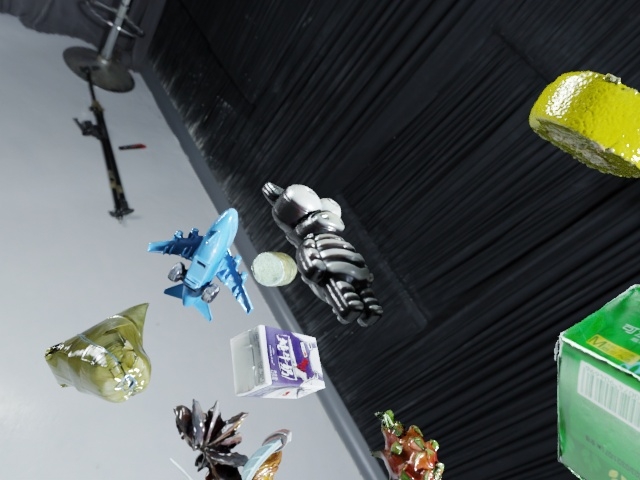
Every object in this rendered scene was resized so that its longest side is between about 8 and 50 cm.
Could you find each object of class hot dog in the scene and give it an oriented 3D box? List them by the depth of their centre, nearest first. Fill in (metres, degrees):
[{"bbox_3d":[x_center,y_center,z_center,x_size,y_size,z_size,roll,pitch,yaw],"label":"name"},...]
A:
[{"bbox_3d":[-0.137,0.561,0.983,0.065,0.099,0.147,19,2,14],"label":"hot dog"}]

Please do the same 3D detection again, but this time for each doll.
[{"bbox_3d":[0.000,0.000,0.445,0.091,0.067,0.219,16,30,-40],"label":"doll"}]

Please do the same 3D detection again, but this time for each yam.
[{"bbox_3d":[-0.139,0.086,1.222,0.107,0.107,0.194,49,3,8],"label":"yam"}]

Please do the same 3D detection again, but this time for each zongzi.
[{"bbox_3d":[-0.436,0.239,0.935,0.274,0.250,0.125,-40,129,-51],"label":"zongzi"}]

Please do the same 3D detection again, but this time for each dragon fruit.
[{"bbox_3d":[0.204,0.529,1.014,0.137,0.135,0.236,2,31,-44],"label":"dragon fruit"}]

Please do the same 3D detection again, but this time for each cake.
[{"bbox_3d":[0.593,-0.248,0.854,0.260,0.156,0.179,26,10,-7],"label":"cake"}]

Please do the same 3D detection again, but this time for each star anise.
[{"bbox_3d":[-0.270,0.523,1.032,0.282,0.212,0.129,43,27,25],"label":"star anise"}]

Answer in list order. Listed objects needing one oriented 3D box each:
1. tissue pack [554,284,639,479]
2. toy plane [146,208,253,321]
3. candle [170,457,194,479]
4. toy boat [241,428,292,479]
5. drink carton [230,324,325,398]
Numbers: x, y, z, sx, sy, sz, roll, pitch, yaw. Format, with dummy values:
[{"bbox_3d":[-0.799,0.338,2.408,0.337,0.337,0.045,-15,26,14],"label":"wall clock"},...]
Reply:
[{"bbox_3d":[0.288,0.130,0.245,0.156,0.148,0.209,-22,24,-19],"label":"tissue pack"},{"bbox_3d":[-0.230,0.048,0.807,0.254,0.271,0.105,32,36,0],"label":"toy plane"},{"bbox_3d":[-0.450,0.842,1.141,0.221,0.221,0.342,41,44,-5],"label":"candle"},{"bbox_3d":[-0.112,0.394,0.729,0.034,0.096,0.122,54,34,10],"label":"toy boat"},{"bbox_3d":[-0.098,0.297,0.965,0.222,0.101,0.134,30,37,-49],"label":"drink carton"}]
